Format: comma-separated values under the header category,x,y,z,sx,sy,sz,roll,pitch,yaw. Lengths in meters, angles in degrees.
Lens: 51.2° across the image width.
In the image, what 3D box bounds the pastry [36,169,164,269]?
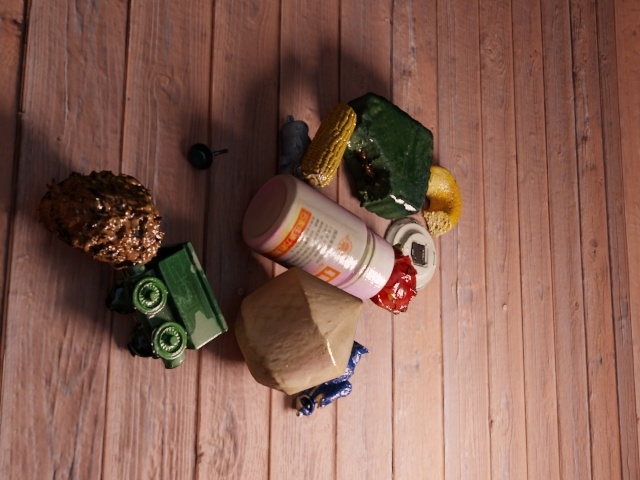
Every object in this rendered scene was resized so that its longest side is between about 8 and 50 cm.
category,x,y,z,sx,sy,sz,roll,pitch,yaw
pastry,-0.447,-0.059,1.392,0.275,0.275,0.193,36,80,-30

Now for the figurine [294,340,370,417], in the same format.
category,x,y,z,sx,sy,sz,roll,pitch,yaw
figurine,0.013,0.363,1.815,0.262,0.121,0.164,-41,84,-13

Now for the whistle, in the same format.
category,x,y,z,sx,sy,sz,roll,pitch,yaw
whistle,-0.051,-0.216,1.854,0.180,0.093,0.269,-26,101,-44

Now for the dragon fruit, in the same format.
category,x,y,z,sx,sy,sz,roll,pitch,yaw
dragon fruit,0.204,0.111,1.967,0.172,0.172,0.210,3,71,-39

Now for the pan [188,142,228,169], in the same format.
category,x,y,z,sx,sy,sz,roll,pitch,yaw
pan,-0.288,-0.216,1.703,0.115,0.023,0.068,-18,94,-37

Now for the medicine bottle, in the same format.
category,x,y,z,sx,sy,sz,roll,pitch,yaw
medicine bottle,0.000,0.000,1.785,0.388,0.219,0.219,30,66,-34

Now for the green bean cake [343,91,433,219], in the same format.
category,x,y,z,sx,sy,sz,roll,pitch,yaw
green bean cake,0.178,-0.246,2.002,0.307,0.169,0.300,29,64,-32

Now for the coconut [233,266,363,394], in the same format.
category,x,y,z,sx,sy,sz,roll,pitch,yaw
coconut,-0.043,0.213,1.651,0.328,0.328,0.329,7,79,-39

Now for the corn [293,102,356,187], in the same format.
category,x,y,z,sx,sy,sz,roll,pitch,yaw
corn,0.022,-0.259,1.818,0.106,0.106,0.293,44,50,-26

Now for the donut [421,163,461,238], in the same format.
category,x,y,z,sx,sy,sz,roll,pitch,yaw
donut,0.396,-0.154,2.220,0.152,0.101,0.259,-30,98,-44

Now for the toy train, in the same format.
category,x,y,z,sx,sy,sz,roll,pitch,yaw
toy train,-0.353,0.150,1.517,0.202,0.145,0.266,-33,107,-41

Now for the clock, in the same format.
category,x,y,z,sx,sy,sz,roll,pitch,yaw
clock,0.300,0.043,2.133,0.236,0.053,0.237,6,81,-40
